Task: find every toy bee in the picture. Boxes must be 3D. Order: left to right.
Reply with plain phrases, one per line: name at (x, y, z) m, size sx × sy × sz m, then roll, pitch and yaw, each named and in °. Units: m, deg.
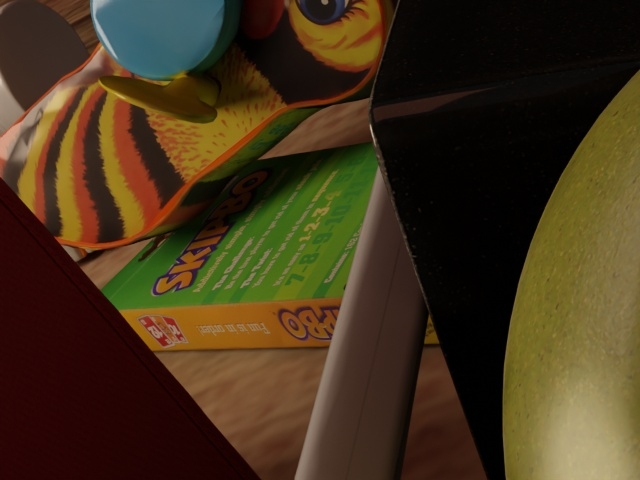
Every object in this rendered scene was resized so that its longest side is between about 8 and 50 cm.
toy bee at (-0.026, -0.088, 0.845) m, size 0.195 × 0.162 × 0.298 m, roll -34°, pitch -18°, yaw -49°

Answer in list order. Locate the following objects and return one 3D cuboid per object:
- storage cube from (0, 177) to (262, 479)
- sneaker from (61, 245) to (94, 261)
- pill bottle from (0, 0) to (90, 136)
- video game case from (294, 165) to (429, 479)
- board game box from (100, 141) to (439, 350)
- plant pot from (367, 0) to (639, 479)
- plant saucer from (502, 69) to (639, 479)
storage cube at (-0.161, 0.113, 0.602) m, size 0.184 × 0.215 × 0.193 m, roll -13°, pitch 36°, yaw 42°
sneaker at (-0.199, -0.014, 1.104) m, size 0.215 × 0.084 × 0.083 m, roll -11°, pitch 26°, yaw 28°
pill bottle at (-0.274, -0.068, 1.216) m, size 0.264 × 0.146 × 0.146 m, roll -22°, pitch 24°, yaw 32°
video game case at (-0.001, 0.090, 0.493) m, size 0.023 × 0.193 × 0.212 m, roll 14°, pitch 32°, yaw 2°
board game box at (0.000, 0.000, 0.840) m, size 0.259 × 0.039 × 0.124 m, roll -2°, pitch 37°, yaw 50°
plant pot at (0.129, -0.012, 0.504) m, size 0.167 × 0.187 × 0.188 m, roll -12°, pitch 28°, yaw 18°
plant saucer at (0.155, 0.027, 0.343) m, size 0.241 × 0.037 × 0.241 m, roll -2°, pitch 66°, yaw 5°
